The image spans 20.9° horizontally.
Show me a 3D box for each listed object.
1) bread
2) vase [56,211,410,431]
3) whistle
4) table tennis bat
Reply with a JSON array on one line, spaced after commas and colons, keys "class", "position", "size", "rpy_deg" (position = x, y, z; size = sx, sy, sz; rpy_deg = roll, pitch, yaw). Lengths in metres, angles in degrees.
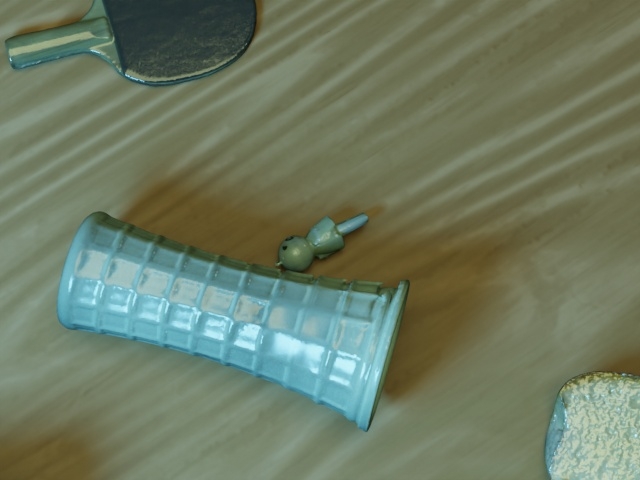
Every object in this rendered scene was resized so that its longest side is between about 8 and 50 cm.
[{"class": "bread", "position": [0.272, 0.185, 1.596], "size": [0.129, 0.044, 0.126], "rpy_deg": [15, 82, -1]}, {"class": "vase", "position": [-0.080, 0.063, 1.567], "size": [0.299, 0.143, 0.143], "rpy_deg": [16, 75, 5]}, {"class": "whistle", "position": [0.000, 0.000, 1.636], "size": [0.100, 0.035, 0.035], "rpy_deg": [-28, 78, -11]}, {"class": "table tennis bat", "position": [-0.184, -0.210, 1.692], "size": [0.247, 0.022, 0.138], "rpy_deg": [-15, 76, -8]}]
